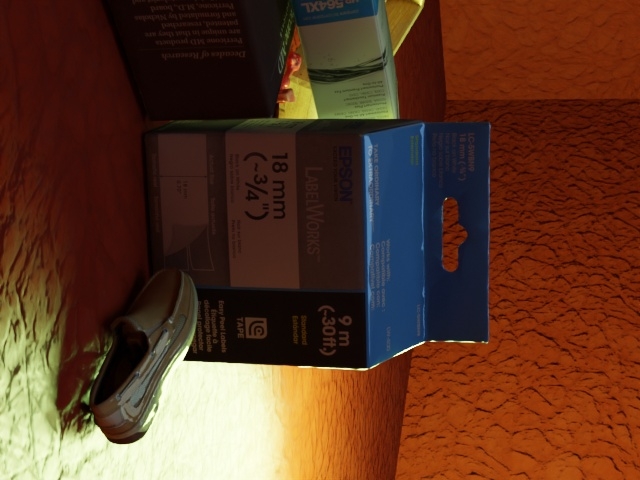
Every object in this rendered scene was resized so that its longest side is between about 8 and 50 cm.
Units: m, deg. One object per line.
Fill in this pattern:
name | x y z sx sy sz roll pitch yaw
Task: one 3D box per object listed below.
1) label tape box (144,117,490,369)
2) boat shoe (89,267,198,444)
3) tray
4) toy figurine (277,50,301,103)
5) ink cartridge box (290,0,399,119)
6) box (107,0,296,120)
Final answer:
label tape box | 0.000 0.000 1.145 0.106 0.334 0.240 -45 135 -72
boat shoe | -0.164 0.091 1.045 0.072 0.068 0.190 63 29 -43
tray | 0.056 -0.301 1.652 0.410 0.076 0.202 -59 167 -32
toy figurine | 0.004 -0.349 1.303 0.191 0.217 0.362 -47 129 -61
ink cartridge box | 0.028 -0.215 1.188 0.148 0.086 0.203 -87 168 -52
box | -0.122 -0.308 1.025 0.381 0.143 0.191 80 16 -49
